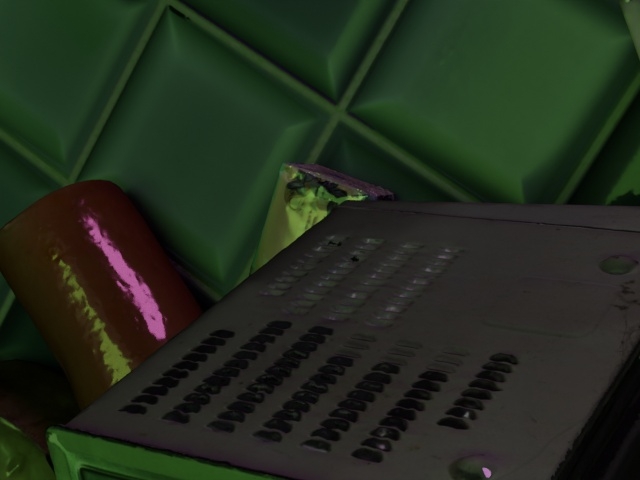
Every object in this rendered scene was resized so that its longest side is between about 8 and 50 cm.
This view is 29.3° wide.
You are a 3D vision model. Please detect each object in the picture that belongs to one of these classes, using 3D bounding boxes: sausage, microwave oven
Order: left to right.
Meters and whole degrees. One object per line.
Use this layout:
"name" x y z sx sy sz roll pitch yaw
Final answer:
"sausage" -0.131 0.082 0.885 0.113 0.113 0.259 -37 78 21
"microwave oven" 0.083 0.210 0.641 0.247 0.333 0.394 5 116 29

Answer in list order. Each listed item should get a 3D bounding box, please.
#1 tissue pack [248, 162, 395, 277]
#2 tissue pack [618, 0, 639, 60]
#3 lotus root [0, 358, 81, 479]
"tissue pack" 0.000 0.000 0.849 0.074 0.059 0.094 21 102 19
"tissue pack" 0.313 -0.109 0.687 0.246 0.092 0.148 -19 84 24
"lotus root" -0.256 0.297 0.957 0.375 0.111 0.390 -14 91 25
